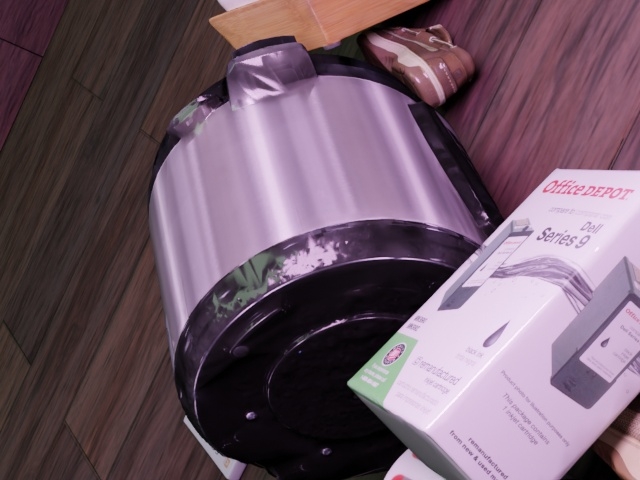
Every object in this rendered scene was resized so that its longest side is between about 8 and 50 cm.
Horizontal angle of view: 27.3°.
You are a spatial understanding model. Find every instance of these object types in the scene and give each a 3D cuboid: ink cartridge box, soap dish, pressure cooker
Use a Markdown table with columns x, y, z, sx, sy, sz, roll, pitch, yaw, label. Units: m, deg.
| x | y | z | sx | sy | sz | roll | pitch | yaw | label |
| --- | --- | --- | --- | --- | --- | --- | --- | --- | --- |
| 0.187 | 0.076 | 1.129 | 0.289 | 0.121 | 0.211 | -45 | 14 | -9 | ink cartridge box |
| 0.031 | -0.329 | 1.724 | 0.229 | 0.291 | 0.118 | -4 | 110 | 56 | soap dish |
| -0.006 | 0.000 | 1.448 | 0.370 | 0.375 | 0.420 | -53 | 34 | 29 | pressure cooker |

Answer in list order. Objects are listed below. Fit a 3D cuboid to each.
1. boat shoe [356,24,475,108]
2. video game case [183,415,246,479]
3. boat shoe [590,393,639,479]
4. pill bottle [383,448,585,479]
| x | y | z | sx | sy | sz | roll | pitch | yaw | label |
| --- | --- | --- | --- | --- | --- | --- | --- | --- | --- |
| 0.128 | -0.231 | 1.688 | 0.095 | 0.095 | 0.257 | -33 | 28 | -3 | boat shoe |
| -0.112 | 0.204 | 1.827 | 0.201 | 0.023 | 0.183 | -64 | 31 | 6 | video game case |
| 0.292 | 0.152 | 1.101 | 0.123 | 0.123 | 0.342 | -46 | 11 | 2 | boat shoe |
| 0.185 | 0.279 | 1.174 | 0.283 | 0.161 | 0.161 | 14 | 83 | 59 | pill bottle |
